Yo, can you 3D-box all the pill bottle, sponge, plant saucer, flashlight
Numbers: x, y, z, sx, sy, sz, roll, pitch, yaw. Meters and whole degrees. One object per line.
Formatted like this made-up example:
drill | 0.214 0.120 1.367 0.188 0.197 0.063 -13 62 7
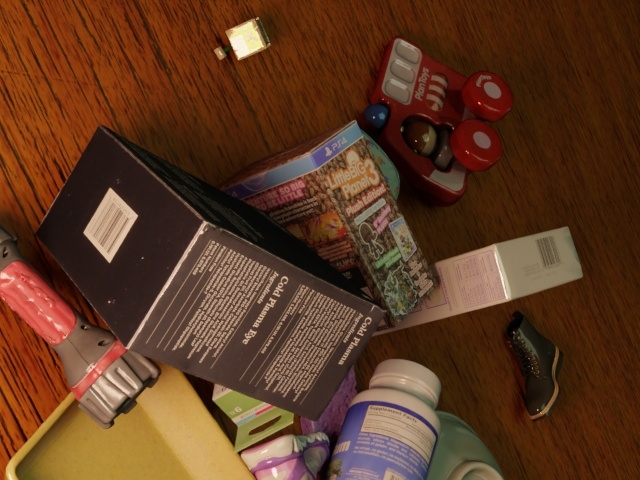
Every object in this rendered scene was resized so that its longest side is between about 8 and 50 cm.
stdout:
pill bottle | 0.099 0.324 1.787 0.152 0.152 0.272 45 48 -28
sponge | 0.018 0.292 1.848 0.117 0.031 0.210 4 74 -46
plant saucer | -0.242 0.322 1.485 0.332 0.081 0.333 59 33 -16
flashlight | -0.331 0.089 1.396 0.304 0.103 0.103 43 40 3
plant saucer | 0.237 0.482 1.950 0.400 0.101 0.400 18 66 -47

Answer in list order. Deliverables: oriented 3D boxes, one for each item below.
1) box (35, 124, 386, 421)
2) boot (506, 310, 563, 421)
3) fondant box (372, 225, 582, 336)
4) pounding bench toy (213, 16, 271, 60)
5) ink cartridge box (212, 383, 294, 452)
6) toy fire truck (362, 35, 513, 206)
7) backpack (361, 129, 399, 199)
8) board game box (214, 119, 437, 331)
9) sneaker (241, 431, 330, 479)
box | -0.148 0.041 1.500 0.312 0.343 0.179 27 97 -38
boot | 0.404 0.246 2.273 0.137 0.077 0.198 47 33 -20
fondant box | 0.232 0.073 1.936 0.238 0.330 0.096 -11 83 -49
pounding bench toy | -0.131 -0.325 1.899 0.065 0.083 0.052 -72 139 -76
ink cartridge box | -0.090 0.192 1.654 0.062 0.109 0.209 50 24 -26
toy fire truck | 0.202 -0.222 2.168 0.254 0.169 0.302 26 54 -11
backpack | 0.046 -0.097 1.940 0.166 0.144 0.188 43 45 -22
board game box | 0.000 0.000 1.783 0.141 0.232 0.291 -39 106 -49
sneaker | -0.038 0.337 1.671 0.104 0.095 0.236 67 12 12
